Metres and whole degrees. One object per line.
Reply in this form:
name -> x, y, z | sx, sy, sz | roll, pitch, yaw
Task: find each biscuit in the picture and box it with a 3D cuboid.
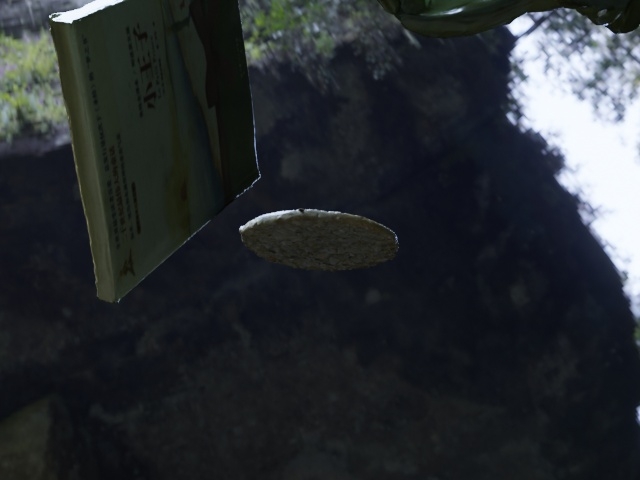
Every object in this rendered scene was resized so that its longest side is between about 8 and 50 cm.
biscuit -> 0.000, 0.000, 1.152 | 0.152, 0.020, 0.152 | 3, -20, 1

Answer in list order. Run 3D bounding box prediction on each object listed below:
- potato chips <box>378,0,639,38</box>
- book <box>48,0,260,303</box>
potato chips -> 0.054, -0.249, 0.473 | 0.389, 0.373, 0.097 | -12, -4, -39
book -> -0.112, -0.098, 0.921 | 0.026, 0.289, 0.201 | 1, -68, 17
